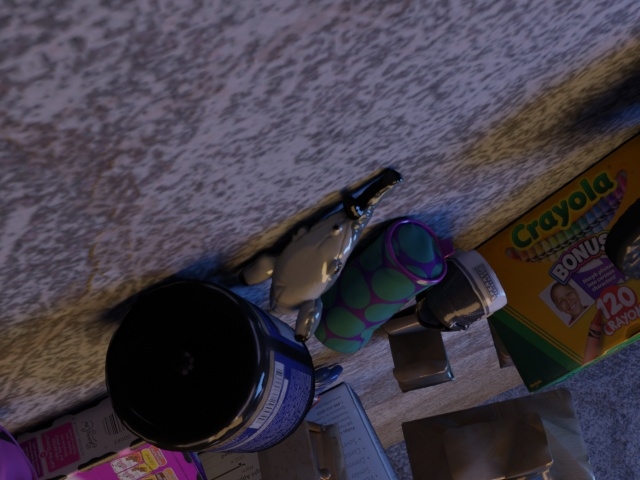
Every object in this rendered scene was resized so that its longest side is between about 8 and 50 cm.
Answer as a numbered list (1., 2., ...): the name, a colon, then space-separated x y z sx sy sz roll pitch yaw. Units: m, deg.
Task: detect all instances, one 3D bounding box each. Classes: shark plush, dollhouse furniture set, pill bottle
1. shark plush: 0.000 0.000 0.637 0.067 0.073 0.161 -32 154 -59
2. dollhouse furniture set: 0.144 0.296 1.100 0.394 0.362 0.256 -14 163 7
3. pill bottle: -0.073 0.111 0.679 0.122 0.123 0.219 -28 161 5

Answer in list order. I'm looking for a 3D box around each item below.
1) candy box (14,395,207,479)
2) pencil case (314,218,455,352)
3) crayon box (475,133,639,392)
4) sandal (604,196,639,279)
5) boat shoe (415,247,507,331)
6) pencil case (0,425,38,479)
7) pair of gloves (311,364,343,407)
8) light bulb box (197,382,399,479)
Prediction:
1. candy box: -0.240 0.247 0.823 0.233 0.071 0.159 -23 137 -10
2. pencil case: 0.051 0.043 0.751 0.070 0.064 0.152 2 149 -31
3. crayon box: 0.297 0.020 0.853 0.081 0.165 0.278 -4 151 -48
4. sandal: 0.397 -0.134 0.670 0.445 0.107 0.167 -41 144 5
5. boat shoe: 0.128 0.059 0.821 0.076 0.080 0.228 -31 177 1
6. pencil case: -0.323 0.250 0.680 0.209 0.098 0.095 -48 162 7
7. pair of gloves: -0.058 0.230 1.176 0.159 0.023 0.198 -13 156 -30
8. light bulb box: -0.026 0.480 1.352 0.358 0.361 0.225 -26 161 1
